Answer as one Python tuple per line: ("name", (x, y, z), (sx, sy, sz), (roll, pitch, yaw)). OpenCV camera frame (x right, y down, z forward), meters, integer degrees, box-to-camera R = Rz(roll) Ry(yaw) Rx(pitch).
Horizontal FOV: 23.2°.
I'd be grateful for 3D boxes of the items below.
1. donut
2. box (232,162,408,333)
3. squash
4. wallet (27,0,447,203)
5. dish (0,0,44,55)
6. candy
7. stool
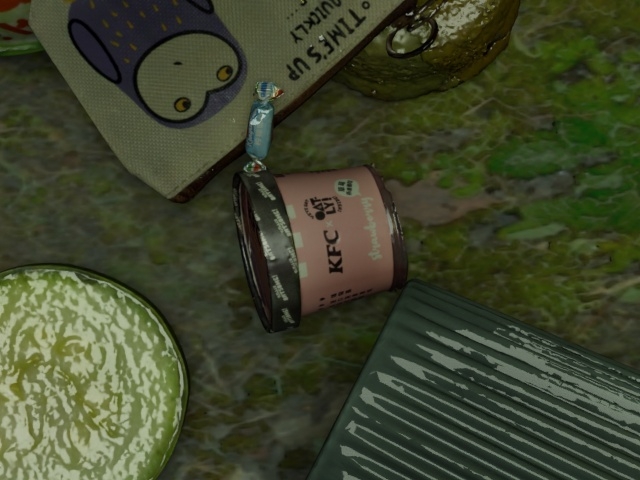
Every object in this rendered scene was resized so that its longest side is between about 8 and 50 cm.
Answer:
("donut", (0.075, -0.275, 1.462), (0.272, 0.107, 0.272), (0, 86, -2))
("box", (0.000, 0.000, 1.432), (0.135, 0.151, 0.151), (-10, 88, -11))
("squash", (-0.251, 0.146, 1.464), (0.252, 0.049, 0.252), (0, 88, -1))
("wallet", (-0.089, -0.202, 1.374), (0.335, 0.068, 0.275), (-37, 107, 16))
("dish", (-0.306, -0.332, 1.433), (0.324, 0.124, 0.324), (-2, 97, -19))
("candy", (-0.050, -0.100, 1.379), (0.030, 0.020, 0.083), (5, 105, -5))
("stool", (0.167, 0.216, 1.361), (0.330, 0.297, 0.297), (26, 87, 3))
